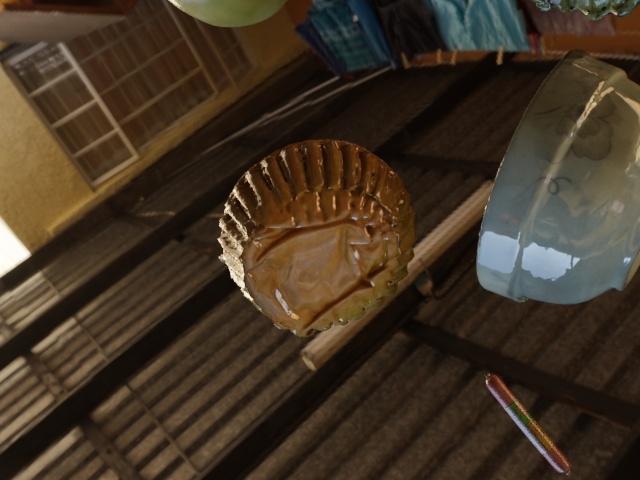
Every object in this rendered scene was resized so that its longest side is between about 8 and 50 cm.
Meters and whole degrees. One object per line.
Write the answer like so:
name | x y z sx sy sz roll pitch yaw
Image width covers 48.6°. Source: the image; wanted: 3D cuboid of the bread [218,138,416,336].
bread | 0.001 -0.002 0.824 0.240 0.240 0.139 -29 -164 0

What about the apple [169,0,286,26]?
apple | -0.138 -0.438 0.993 0.262 0.262 0.262 -22 -151 13

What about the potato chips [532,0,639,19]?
potato chips | 0.403 -0.560 1.146 0.358 0.429 0.070 4 -138 45

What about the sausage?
sausage | 0.366 0.324 1.253 0.029 0.223 0.029 -38 171 -7

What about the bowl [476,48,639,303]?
bowl | 0.320 -0.052 0.842 0.163 0.307 0.307 27 -123 25
